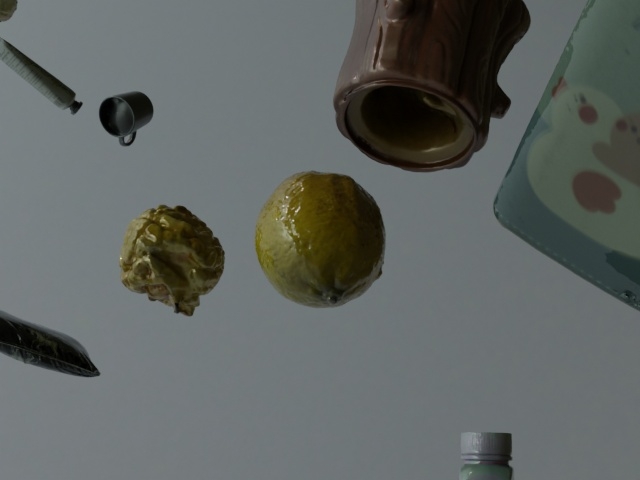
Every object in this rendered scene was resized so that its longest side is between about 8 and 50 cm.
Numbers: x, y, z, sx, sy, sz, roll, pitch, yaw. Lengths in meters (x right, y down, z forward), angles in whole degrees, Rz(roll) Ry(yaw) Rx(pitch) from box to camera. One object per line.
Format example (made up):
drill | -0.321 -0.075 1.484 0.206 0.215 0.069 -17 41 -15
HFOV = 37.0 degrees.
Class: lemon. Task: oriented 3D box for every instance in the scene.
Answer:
lemon | 0.000 0.000 1.395 0.192 0.192 0.231 26 -140 -30

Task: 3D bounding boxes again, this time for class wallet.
wallet | 0.330 -0.096 0.924 0.252 0.360 0.083 35 -132 17

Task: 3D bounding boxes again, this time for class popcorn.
popcorn | -0.242 0.032 1.557 0.180 0.180 0.170 32 -132 -23

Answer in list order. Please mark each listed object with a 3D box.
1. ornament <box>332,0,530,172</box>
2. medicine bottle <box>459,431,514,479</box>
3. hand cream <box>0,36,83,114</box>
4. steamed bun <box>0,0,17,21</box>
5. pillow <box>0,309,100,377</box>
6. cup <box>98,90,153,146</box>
ornament | 0.126 -0.209 1.123 0.221 0.235 0.218 19 -120 -7
medicine bottle | 0.166 0.252 0.955 0.074 0.055 0.118 44 -135 -70
hand cream | -0.535 -0.311 1.808 0.194 0.067 0.042 41 -117 -22
steamed bun | -0.577 -0.402 1.462 0.238 0.153 0.170 5 -143 -24
pillow | -0.458 0.163 1.527 0.208 0.055 0.141 25 180 -25
cup | -0.360 -0.228 1.793 0.078 0.100 0.077 10 -158 20
